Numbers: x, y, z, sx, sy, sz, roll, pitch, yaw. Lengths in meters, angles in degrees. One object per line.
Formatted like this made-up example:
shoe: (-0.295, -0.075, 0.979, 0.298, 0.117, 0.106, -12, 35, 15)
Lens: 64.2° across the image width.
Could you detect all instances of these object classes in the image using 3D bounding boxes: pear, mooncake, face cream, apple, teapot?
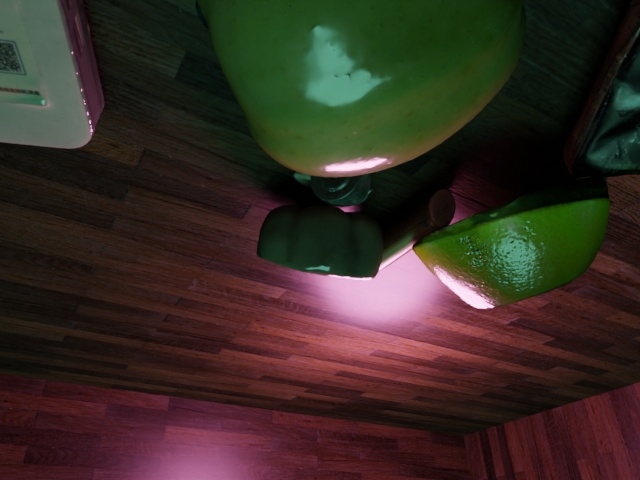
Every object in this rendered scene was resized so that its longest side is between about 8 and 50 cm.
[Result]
pear: (0.394, 0.030, 1.019, 0.399, 0.165, 0.399, -17, 169, -3)
mooncake: (0.000, 0.000, 1.061, 0.275, 0.135, 0.275, 8, 179, 0)
face cream: (0.172, -0.003, 1.141, 0.067, 0.139, 0.285, 46, 133, -6)
apple: (0.039, -0.256, 0.578, 0.358, 0.357, 0.357, -1, 146, -1)
teapot: (0.035, -0.106, 0.999, 0.149, 0.111, 0.108, -24, 153, 22)

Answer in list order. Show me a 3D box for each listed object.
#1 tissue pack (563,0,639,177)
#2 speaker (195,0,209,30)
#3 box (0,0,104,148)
tissue pack: (0.559, -0.233, 0.814, 0.245, 0.123, 0.332, -3, 146, 2)
speaker: (-0.123, -0.326, 0.720, 0.075, 0.060, 0.094, -17, 179, 21)
box: (-0.524, -0.304, 0.677, 0.396, 0.111, 0.396, 4, 145, -10)
